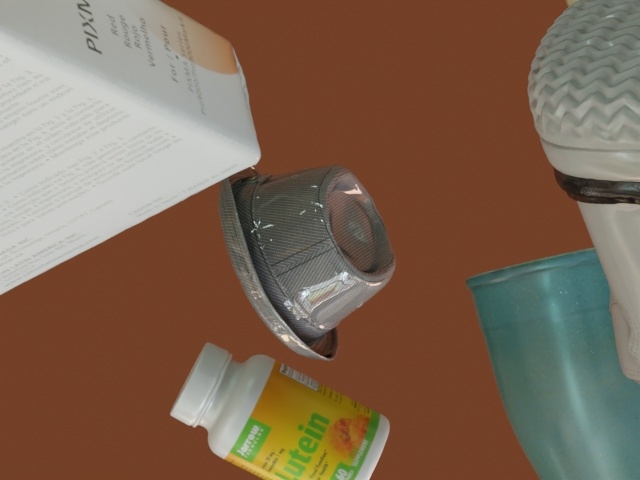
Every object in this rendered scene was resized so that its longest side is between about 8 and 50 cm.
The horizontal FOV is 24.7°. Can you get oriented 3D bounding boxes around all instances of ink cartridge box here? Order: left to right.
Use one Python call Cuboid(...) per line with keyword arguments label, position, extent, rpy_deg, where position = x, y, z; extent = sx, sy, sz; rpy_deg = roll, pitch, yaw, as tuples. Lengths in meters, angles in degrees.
Cuboid(label="ink cartridge box", position=(-0.122, -0.030, 0.362), extent=(0.145, 0.179, 0.045), rpy_deg=(-26, 63, 23))

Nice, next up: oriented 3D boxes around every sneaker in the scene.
Cuboid(label="sneaker", position=(0.223, -0.049, 0.647), extent=(0.366, 0.137, 0.210), rpy_deg=(-38, 124, -40))

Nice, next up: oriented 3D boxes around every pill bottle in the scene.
Cuboid(label="pill bottle", position=(-0.052, 0.224, 1.786), extent=(0.246, 0.136, 0.136), rpy_deg=(27, 85, -3))

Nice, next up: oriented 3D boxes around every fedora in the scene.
Cuboid(label="fedora", position=(0.000, 0.000, 1.565), extent=(0.124, 0.275, 0.243), rpy_deg=(-25, 87, 16))

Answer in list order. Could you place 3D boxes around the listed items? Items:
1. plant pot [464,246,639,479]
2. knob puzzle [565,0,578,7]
Cuboid(label="plant pot", position=(0.284, 0.133, 1.282), extent=(0.272, 0.271, 0.255), rpy_deg=(-10, 84, -6))
Cuboid(label="knob puzzle", position=(0.281, -0.298, 1.315), extent=(0.213, 0.030, 0.213), rpy_deg=(-1, 94, -19))
